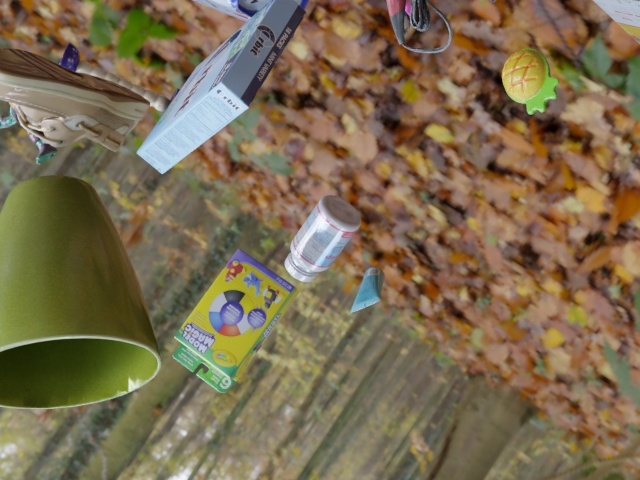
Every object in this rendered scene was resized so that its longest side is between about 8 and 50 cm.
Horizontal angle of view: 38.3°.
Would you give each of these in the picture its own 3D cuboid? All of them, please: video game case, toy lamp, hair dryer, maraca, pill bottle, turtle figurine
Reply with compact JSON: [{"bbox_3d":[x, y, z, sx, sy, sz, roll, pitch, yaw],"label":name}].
[{"bbox_3d":[0.551,-0.327,1.464,0.285,0.025,0.204,31,-172,-29],"label":"video game case"},{"bbox_3d":[-0.345,-0.275,1.697,0.274,0.080,0.080,21,-178,-17],"label":"toy lamp"},{"bbox_3d":[0.110,-0.439,1.427,0.293,0.224,0.080,27,-166,-6],"label":"hair dryer"},{"bbox_3d":[0.506,-0.386,2.225,0.099,0.127,0.186,9,-140,-37],"label":"maraca"},{"bbox_3d":[0.000,0.000,1.701,0.087,0.160,0.087,24,-146,-17],"label":"pill bottle"},{"bbox_3d":[-0.652,-0.286,1.988,0.234,0.118,0.175,47,156,8],"label":"turtle figurine"}]

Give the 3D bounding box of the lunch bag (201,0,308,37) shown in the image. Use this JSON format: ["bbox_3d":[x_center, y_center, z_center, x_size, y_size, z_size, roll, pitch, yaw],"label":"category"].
[{"bbox_3d":[-0.135,-0.625,1.746,0.327,0.386,0.239,27,-172,28],"label":"lunch bag"}]

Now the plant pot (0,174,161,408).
[{"bbox_3d":[-0.386,0.061,1.354,0.275,0.274,0.294,37,-143,-56],"label":"plant pot"}]

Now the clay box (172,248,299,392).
[{"bbox_3d":[-0.153,0.141,1.600,0.127,0.222,0.053,33,171,15],"label":"clay box"}]

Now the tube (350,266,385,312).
[{"bbox_3d":[0.125,0.124,2.300,0.052,0.080,0.207,58,-162,-10],"label":"tube"}]

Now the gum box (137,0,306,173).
[{"bbox_3d":[-0.109,-0.169,1.000,0.041,0.157,0.184,41,143,-19],"label":"gum box"}]

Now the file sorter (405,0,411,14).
[{"bbox_3d":[0.188,-0.761,2.370,0.202,0.182,0.291,36,-162,-40],"label":"file sorter"}]

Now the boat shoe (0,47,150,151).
[{"bbox_3d":[-0.362,-0.182,1.296,0.121,0.110,0.341,31,-170,20],"label":"boat shoe"}]
